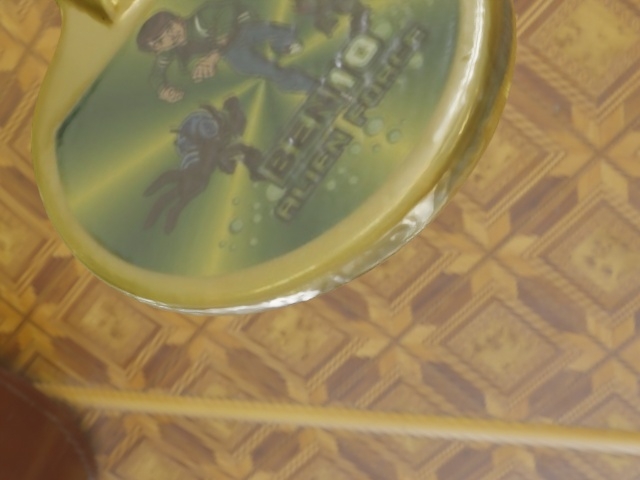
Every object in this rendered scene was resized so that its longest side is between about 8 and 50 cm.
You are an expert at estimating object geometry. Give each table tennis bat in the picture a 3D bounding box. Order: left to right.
[{"bbox_3d":[-0.060,-0.089,0.556,0.321,0.198,0.050,36,174,37],"label":"table tennis bat"}]
